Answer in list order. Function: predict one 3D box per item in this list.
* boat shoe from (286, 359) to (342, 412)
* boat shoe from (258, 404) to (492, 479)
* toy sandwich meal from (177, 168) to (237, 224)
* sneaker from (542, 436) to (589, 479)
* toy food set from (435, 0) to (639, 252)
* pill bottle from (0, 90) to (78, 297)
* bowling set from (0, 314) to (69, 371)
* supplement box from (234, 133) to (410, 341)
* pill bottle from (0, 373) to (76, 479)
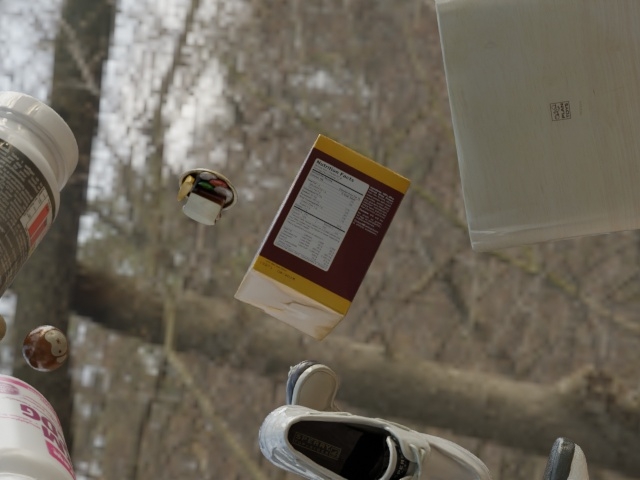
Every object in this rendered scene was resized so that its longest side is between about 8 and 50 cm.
[{"bbox_3d":[-0.021,0.182,1.934,0.075,0.065,0.206,-44,-21,-12],"label":"boat shoe"},{"bbox_3d":[0.069,0.234,1.747,0.096,0.267,0.088,-70,15,-10],"label":"boat shoe"},{"bbox_3d":[-0.143,-0.055,2.054,0.086,0.085,0.029,79,-156,-50],"label":"toy sandwich meal"},{"bbox_3d":[0.290,0.339,1.661,0.090,0.145,0.270,60,-145,-82],"label":"sneaker"},{"bbox_3d":[0.247,-0.144,1.717,0.092,0.219,0.306,-67,-32,-74],"label":"toy food set"},{"bbox_3d":[-0.492,-0.036,2.303,0.363,0.210,0.210,-62,-25,-43],"label":"pill bottle"},{"bbox_3d":[-0.406,0.125,1.887,0.287,0.199,0.154,65,-174,19],"label":"bowling set"},{"bbox_3d":[0.000,0.000,2.076,0.194,0.129,0.191,-63,2,-16],"label":"supplement box"},{"bbox_3d":[-0.304,0.240,1.522,0.283,0.160,0.160,-134,44,-69],"label":"pill bottle"}]
